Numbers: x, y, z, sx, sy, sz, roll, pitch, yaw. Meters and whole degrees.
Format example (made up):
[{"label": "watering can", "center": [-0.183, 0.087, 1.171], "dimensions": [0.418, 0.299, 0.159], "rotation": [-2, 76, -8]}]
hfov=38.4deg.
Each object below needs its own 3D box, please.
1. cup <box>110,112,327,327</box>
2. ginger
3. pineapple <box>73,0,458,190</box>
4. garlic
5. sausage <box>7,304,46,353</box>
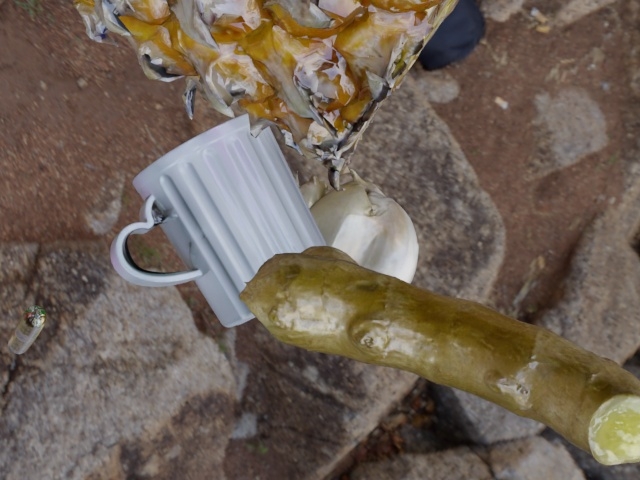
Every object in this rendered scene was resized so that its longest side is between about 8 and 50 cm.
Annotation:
[{"label": "cup", "center": [-0.114, -0.008, 1.042], "dimensions": [0.221, 0.167, 0.202], "rotation": [-29, 90, 0]}, {"label": "ginger", "center": [0.080, 0.069, 0.609], "dimensions": [0.118, 0.298, 0.065], "rotation": [-26, 130, -50]}, {"label": "pineapple", "center": [-0.013, -0.239, 0.542], "dimensions": [0.300, 0.352, 0.352], "rotation": [37, 91, -8]}, {"label": "garlic", "center": [0.015, 0.005, 1.225], "dimensions": [0.184, 0.281, 0.203], "rotation": [25, 77, -41]}, {"label": "sausage", "center": [-0.410, 0.128, 1.282], "dimensions": [0.032, 0.269, 0.033], "rotation": [7, 72, -22]}]
